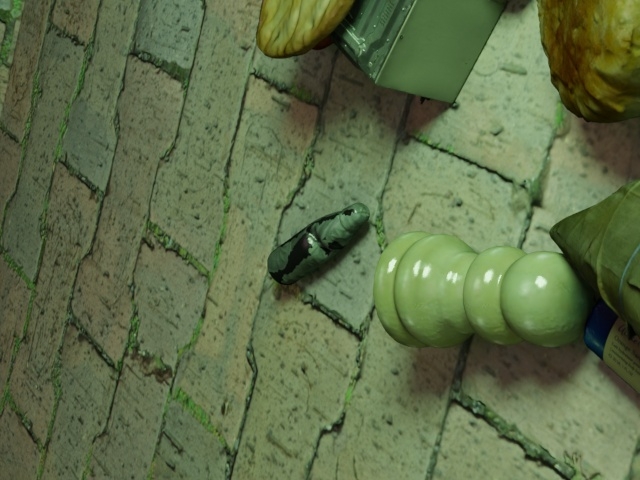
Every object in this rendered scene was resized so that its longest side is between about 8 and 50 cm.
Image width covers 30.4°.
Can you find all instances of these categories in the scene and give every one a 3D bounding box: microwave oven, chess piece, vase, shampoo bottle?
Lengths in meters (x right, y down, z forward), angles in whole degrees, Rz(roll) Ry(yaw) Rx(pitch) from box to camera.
[{"bbox_3d":[0.098,-0.310,1.535,0.194,0.145,0.240,-60,40,24],"label":"microwave oven"},{"bbox_3d":[0.196,0.061,1.329,0.251,0.144,0.144,2,84,49],"label":"chess piece"},{"bbox_3d":[0.000,0.000,1.681,0.211,0.060,0.059,-37,54,47],"label":"vase"},{"bbox_3d":[0.339,0.118,1.166,0.183,0.050,0.087,46,120,49],"label":"shampoo bottle"}]

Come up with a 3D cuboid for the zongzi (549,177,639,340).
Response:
[{"bbox_3d":[0.378,-0.055,1.065,0.356,0.174,0.393,-60,27,18],"label":"zongzi"}]

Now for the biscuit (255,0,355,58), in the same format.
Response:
[{"bbox_3d":[-0.014,-0.340,1.546,0.260,0.041,0.203,-48,50,41],"label":"biscuit"}]

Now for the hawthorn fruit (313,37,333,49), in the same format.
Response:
[{"bbox_3d":[-0.009,-0.330,1.748,0.093,0.093,0.093,-17,69,53],"label":"hawthorn fruit"}]

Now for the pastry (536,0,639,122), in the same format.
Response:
[{"bbox_3d":[0.304,-0.236,1.180,0.257,0.121,0.235,-105,13,-52],"label":"pastry"}]
